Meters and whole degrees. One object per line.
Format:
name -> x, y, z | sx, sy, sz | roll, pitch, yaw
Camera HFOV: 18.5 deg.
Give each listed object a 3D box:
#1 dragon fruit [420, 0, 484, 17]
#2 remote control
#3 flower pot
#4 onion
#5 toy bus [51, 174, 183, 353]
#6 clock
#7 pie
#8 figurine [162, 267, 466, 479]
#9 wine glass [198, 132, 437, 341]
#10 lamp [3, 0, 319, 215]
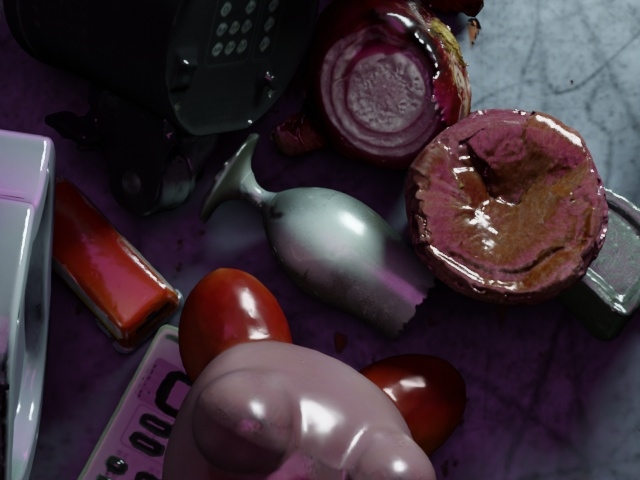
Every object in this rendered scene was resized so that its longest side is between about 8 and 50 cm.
dragon fruit -> 0.079, -0.396, 1.766 | 0.228, 0.329, 0.286 | 19, 79, 10
remote control -> -0.157, 0.223, 1.769 | 0.123, 0.038, 0.285 | 29, 79, 5
flower pot -> 0.203, -0.009, 1.787 | 0.229, 0.108, 0.103 | 30, 78, 5
onion -> 0.047, -0.139, 1.815 | 0.198, 0.135, 0.173 | -27, 88, 30
toy bus -> -0.208, 0.015, 1.794 | 0.079, 0.077, 0.174 | -42, 82, -9
clock -> -0.289, 0.077, 1.651 | 0.102, 0.338, 0.339 | 6, 78, -2
pie -> 0.163, -0.030, 1.712 | 0.182, 0.049, 0.182 | -1, 77, 4
figurine -> -0.025, 0.196, 1.681 | 0.269, 0.261, 0.211 | 23, 112, -8
wine glass -> 0.000, 0.000, 1.789 | 0.222, 0.103, 0.103 | 35, 80, 5
lamp -> -0.145, -0.232, 1.747 | 0.272, 0.205, 0.374 | 45, 123, 21
